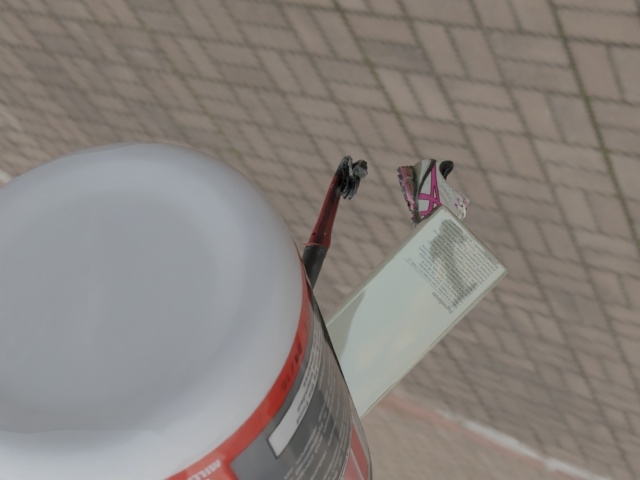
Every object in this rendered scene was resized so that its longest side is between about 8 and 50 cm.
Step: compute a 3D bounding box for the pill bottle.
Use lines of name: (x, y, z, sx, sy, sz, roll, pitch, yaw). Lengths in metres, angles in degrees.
pill bottle: (-0.080, 0.126, 0.748, 0.210, 0.210, 0.363, 20, 152, 26)

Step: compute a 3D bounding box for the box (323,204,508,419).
box: (0.078, 0.092, 1.391, 0.113, 0.275, 0.094, 46, 180, -1)

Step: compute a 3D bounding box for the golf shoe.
golf shoe: (0.162, -0.035, 1.636, 0.086, 0.186, 0.067, -16, 148, 5)

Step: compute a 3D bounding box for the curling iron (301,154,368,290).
curling iron: (0.000, 0.000, 1.589, 0.035, 0.274, 0.068, 28, 156, -10)
